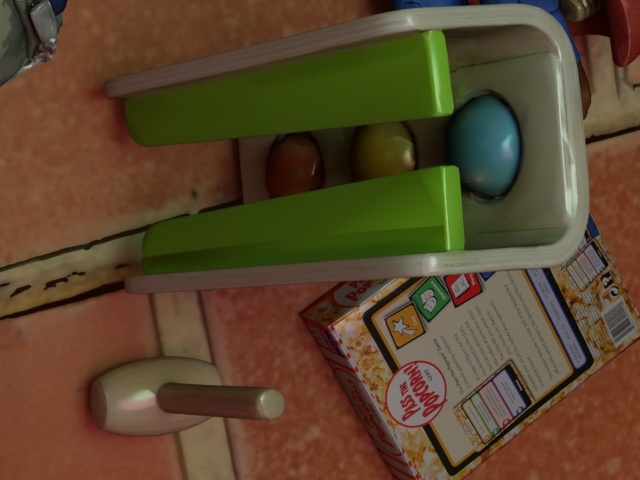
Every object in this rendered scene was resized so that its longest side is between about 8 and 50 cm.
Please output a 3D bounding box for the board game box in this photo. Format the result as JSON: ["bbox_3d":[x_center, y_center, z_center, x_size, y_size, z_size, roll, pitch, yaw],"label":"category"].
[{"bbox_3d":[0.102,0.053,1.133,0.193,0.045,0.146,-35,113,-17],"label":"board game box"}]

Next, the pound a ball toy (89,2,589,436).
[{"bbox_3d":[0.000,0.000,0.950,0.136,0.319,0.208,-6,90,-37],"label":"pound a ball toy"}]

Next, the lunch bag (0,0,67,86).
[{"bbox_3d":[-0.295,-0.113,0.824,0.305,0.212,0.256,-42,127,-15],"label":"lunch bag"}]

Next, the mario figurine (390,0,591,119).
[{"bbox_3d":[0.050,-0.198,0.989,0.198,0.170,0.320,-21,114,-7],"label":"mario figurine"}]

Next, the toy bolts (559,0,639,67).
[{"bbox_3d":[0.218,-0.227,1.071,0.158,0.218,0.228,-31,129,-25],"label":"toy bolts"}]
